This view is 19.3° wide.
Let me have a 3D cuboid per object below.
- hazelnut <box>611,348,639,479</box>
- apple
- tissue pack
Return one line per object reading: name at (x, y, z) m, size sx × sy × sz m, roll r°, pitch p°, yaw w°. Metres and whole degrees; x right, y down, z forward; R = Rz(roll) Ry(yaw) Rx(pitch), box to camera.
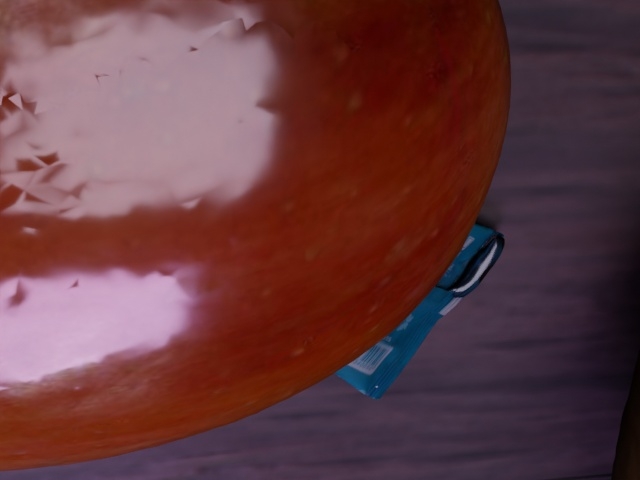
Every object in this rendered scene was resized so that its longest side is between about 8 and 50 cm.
hazelnut at (0.209, 0.070, 0.717) m, size 0.186 × 0.210 × 0.210 m, roll 25°, pitch 109°, yaw -5°
apple at (-0.084, -0.065, 0.487) m, size 0.241 × 0.242 × 0.242 m, roll -15°, pitch 122°, yaw -10°
tissue pack at (0.000, 0.000, 0.679) m, size 0.138 × 0.028 × 0.085 m, roll 33°, pitch 103°, yaw -29°
